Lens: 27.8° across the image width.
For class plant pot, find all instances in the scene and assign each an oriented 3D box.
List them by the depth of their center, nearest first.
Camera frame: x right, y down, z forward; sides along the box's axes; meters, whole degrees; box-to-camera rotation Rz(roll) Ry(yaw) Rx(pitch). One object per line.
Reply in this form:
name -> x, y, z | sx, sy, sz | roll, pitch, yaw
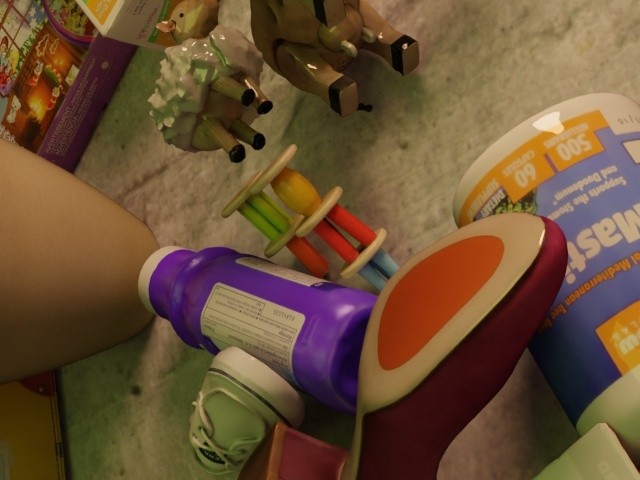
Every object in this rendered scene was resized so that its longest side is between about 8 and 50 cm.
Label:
plant pot -> -0.283, 0.025, 1.176 | 0.256, 0.274, 0.256 | -7, 79, 38

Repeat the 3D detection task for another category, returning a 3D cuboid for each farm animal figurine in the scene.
farm animal figurine -> 0.000, -0.253, 1.009 | 0.172, 0.330, 0.327 | 40, 139, 34

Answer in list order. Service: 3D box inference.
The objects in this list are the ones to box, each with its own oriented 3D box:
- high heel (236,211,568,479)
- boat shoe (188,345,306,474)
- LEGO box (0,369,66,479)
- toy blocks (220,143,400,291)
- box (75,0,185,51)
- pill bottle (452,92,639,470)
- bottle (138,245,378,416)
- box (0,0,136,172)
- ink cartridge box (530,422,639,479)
high heel -> 0.095, 0.124, 0.880 | 0.377, 0.181, 0.127 | -48, 21, 46
boat shoe -> -0.065, 0.150, 1.030 | 0.083, 0.226, 0.076 | 34, 72, 9
LEGO box -> -0.425, 0.347, 1.202 | 0.193, 0.372, 0.500 | -20, 72, 38
toy blocks -> 0.000, 0.000, 1.063 | 0.148, 0.054, 0.123 | 43, 153, -7
box -> -0.189, -0.285, 1.243 | 0.114, 0.103, 0.203 | -54, 55, 23
pill bottle -> 0.210, 0.051, 0.833 | 0.152, 0.152, 0.272 | -44, 59, 28
bottle -> -0.047, 0.064, 1.071 | 0.283, 0.118, 0.092 | 17, 80, 46
box -> -0.323, -0.217, 1.381 | 0.293, 0.057, 0.201 | 45, 113, 35
ink cartridge box -> 0.164, 0.340, 0.839 | 0.385, 0.091, 0.308 | -51, 56, 36
